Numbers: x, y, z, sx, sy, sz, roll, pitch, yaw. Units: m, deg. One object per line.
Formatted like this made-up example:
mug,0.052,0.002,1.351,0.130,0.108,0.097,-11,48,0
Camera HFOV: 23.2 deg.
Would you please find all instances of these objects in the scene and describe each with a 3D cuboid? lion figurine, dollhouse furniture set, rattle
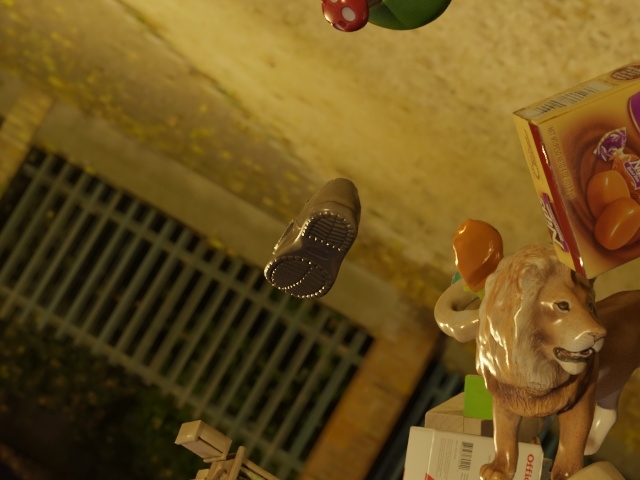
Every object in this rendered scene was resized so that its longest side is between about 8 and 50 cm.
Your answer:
lion figurine,0.267,0.112,1.507,0.142,0.240,0.392,11,-171,32
dollhouse furniture set,-0.151,0.331,2.032,0.182,0.101,0.161,36,146,-27
rattle,0.163,0.020,1.735,0.143,0.130,0.199,46,-161,-17

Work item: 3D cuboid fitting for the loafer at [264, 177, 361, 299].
loafer,0.000,0.000,1.238,0.056,0.050,0.148,31,147,-8

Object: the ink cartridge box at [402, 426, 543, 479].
ink cartridge box,0.159,0.254,1.645,0.135,0.099,0.056,12,173,-23

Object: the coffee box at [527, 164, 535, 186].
coffee box,0.373,-0.083,1.975,0.297,0.119,0.168,110,142,-74

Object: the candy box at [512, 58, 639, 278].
candy box,0.227,-0.064,0.986,0.053,0.187,0.109,-137,24,-70

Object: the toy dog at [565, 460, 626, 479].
toy dog,0.180,0.347,1.321,0.161,0.333,0.220,-9,-147,-37

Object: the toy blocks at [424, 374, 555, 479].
toy blocks,0.213,0.336,1.937,0.191,0.381,0.261,5,-174,23

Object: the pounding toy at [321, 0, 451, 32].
pounding toy,0.030,-0.282,1.426,0.183,0.110,0.236,36,143,27
